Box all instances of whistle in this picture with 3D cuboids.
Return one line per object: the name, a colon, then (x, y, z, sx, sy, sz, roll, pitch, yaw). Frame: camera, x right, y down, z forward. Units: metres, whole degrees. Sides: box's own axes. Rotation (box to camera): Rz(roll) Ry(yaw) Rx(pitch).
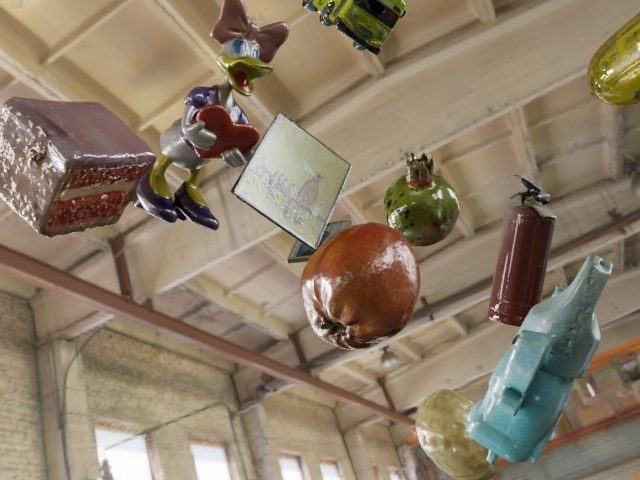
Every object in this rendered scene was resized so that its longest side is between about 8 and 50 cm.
whistle: (0.242, 0.140, 0.728, 0.186, 0.093, 0.274, -20, -45, -59)

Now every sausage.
sausage: (0.527, -0.304, 0.969, 0.123, 0.123, 0.347, -4, -19, -27)

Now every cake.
cake: (-0.564, -0.174, 1.509, 0.237, 0.230, 0.309, -51, -15, 22)

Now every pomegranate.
pomegranate: (0.197, -0.079, 1.318, 0.159, 0.159, 0.205, -16, -49, -6)

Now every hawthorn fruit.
hawthorn fruit: (0.038, 0.043, 0.635, 0.128, 0.128, 0.128, -15, -28, -8)

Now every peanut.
peanut: (0.222, 0.318, 1.090, 0.109, 0.159, 0.140, -36, -60, 9)

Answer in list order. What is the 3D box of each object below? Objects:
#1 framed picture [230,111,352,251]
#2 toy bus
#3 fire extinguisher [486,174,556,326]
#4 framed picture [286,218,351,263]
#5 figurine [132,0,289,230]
framed picture: (-0.063, -0.160, 1.705, 0.255, 0.339, 0.014, 36, -43, -13)
toy bus: (0.069, -0.512, 1.421, 0.128, 0.262, 0.150, 26, -70, -33)
fire extinguisher: (0.371, 0.019, 1.222, 0.104, 0.269, 0.105, 9, 6, -1)
framed picture: (0.000, 0.000, 1.827, 0.150, 0.203, 0.015, -6, -62, 16)
figurine: (-0.192, -0.219, 1.194, 0.154, 0.193, 0.421, 22, -72, -38)
